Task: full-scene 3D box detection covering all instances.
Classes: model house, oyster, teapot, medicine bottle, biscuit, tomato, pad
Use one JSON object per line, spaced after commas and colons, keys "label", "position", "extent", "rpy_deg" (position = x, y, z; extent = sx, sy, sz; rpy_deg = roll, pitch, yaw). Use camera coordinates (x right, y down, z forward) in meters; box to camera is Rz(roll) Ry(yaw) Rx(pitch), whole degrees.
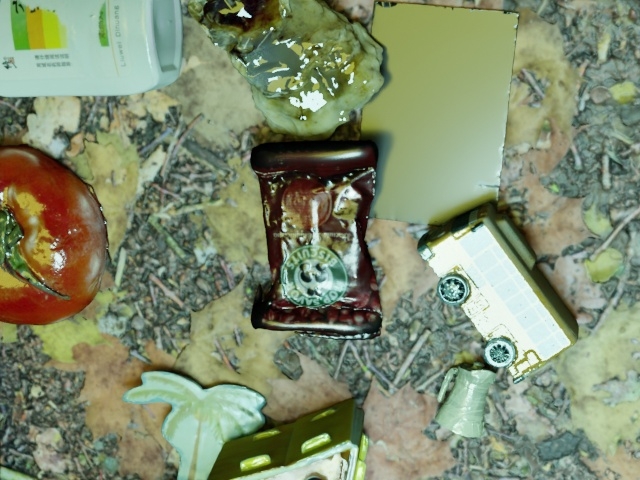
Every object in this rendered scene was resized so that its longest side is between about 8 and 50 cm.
{"label": "model house", "position": [-0.105, 0.295, 1.368], "extent": [0.340, 0.300, 0.324], "rpy_deg": [38, 98, -1]}
{"label": "oyster", "position": [-0.051, -0.214, 1.341], "extent": [0.161, 0.107, 0.233], "rpy_deg": [-43, 90, 13]}
{"label": "teapot", "position": [0.164, 0.173, 1.389], "extent": [0.067, 0.057, 0.083], "rpy_deg": [28, 104, 38]}
{"label": "medicine bottle", "position": [-0.310, -0.244, 1.399], "extent": [0.296, 0.111, 0.161], "rpy_deg": [3, 102, 16]}
{"label": "biscuit", "position": [-0.006, -0.001, 1.389], "extent": [0.151, 0.063, 0.236], "rpy_deg": [3, 105, 15]}
{"label": "tomato", "position": [-0.374, 0.001, 1.476], "extent": [0.227, 0.101, 0.228], "rpy_deg": [2, 99, 14]}
{"label": "pad", "position": [0.125, -0.135, 1.356], "extent": [0.163, 0.004, 0.243], "rpy_deg": [8, 104, 14]}

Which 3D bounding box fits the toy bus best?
{"label": "toy bus", "position": [0.192, 0.050, 1.329], "extent": [0.103, 0.091, 0.182], "rpy_deg": [-35, 94, 17]}
